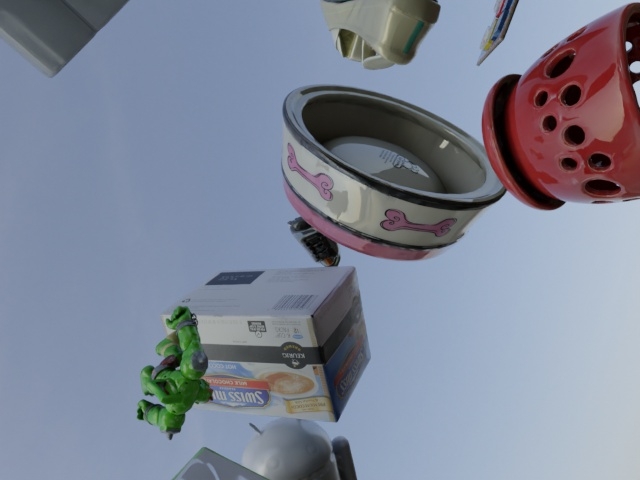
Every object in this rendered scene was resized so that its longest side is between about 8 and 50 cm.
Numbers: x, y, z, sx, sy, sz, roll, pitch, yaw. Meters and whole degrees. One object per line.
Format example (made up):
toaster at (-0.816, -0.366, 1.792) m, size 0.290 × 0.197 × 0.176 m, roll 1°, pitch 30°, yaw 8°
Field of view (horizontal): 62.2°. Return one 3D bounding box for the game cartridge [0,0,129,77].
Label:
game cartridge at (-0.167, -0.279, 0.352) m, size 0.297 × 0.062 × 0.198 m, roll -39°, pitch -50°, yaw 12°

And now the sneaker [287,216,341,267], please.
sneaker at (0.000, 0.000, 1.310) m, size 0.271 × 0.100 × 0.108 m, roll 41°, pitch -148°, yaw -67°

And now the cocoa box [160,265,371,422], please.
cocoa box at (-0.102, 0.202, 1.094) m, size 0.231 × 0.346 × 0.228 m, roll -43°, pitch -54°, yaw -59°

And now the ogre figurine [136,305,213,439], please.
ogre figurine at (-0.227, 0.215, 0.816) m, size 0.197 × 0.118 × 0.097 m, roll -52°, pitch -48°, yaw -4°

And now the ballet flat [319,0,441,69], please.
ballet flat at (0.050, -0.233, 0.587) m, size 0.086 × 0.248 × 0.086 m, roll -5°, pitch -66°, yaw -12°

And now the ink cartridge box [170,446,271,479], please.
ink cartridge box at (-0.100, 0.408, 0.494) m, size 0.119 × 0.207 × 0.354 m, roll -28°, pitch -40°, yaw -74°

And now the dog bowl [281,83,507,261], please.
dog bowl at (0.112, -0.124, 0.949) m, size 0.407 × 0.408 × 0.151 m, roll -13°, pitch -44°, yaw -41°

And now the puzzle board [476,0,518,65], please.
puzzle board at (0.208, -0.269, 0.591) m, size 0.096 × 0.011 × 0.128 m, roll -64°, pitch -5°, yaw -88°

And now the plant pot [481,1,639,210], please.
plant pot at (0.290, -0.126, 0.578) m, size 0.191 × 0.174 × 0.191 m, roll 11°, pitch -110°, yaw -34°

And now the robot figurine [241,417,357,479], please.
robot figurine at (-0.053, 0.534, 1.136) m, size 0.299 × 0.199 × 0.354 m, roll -16°, pitch -84°, yaw -32°
